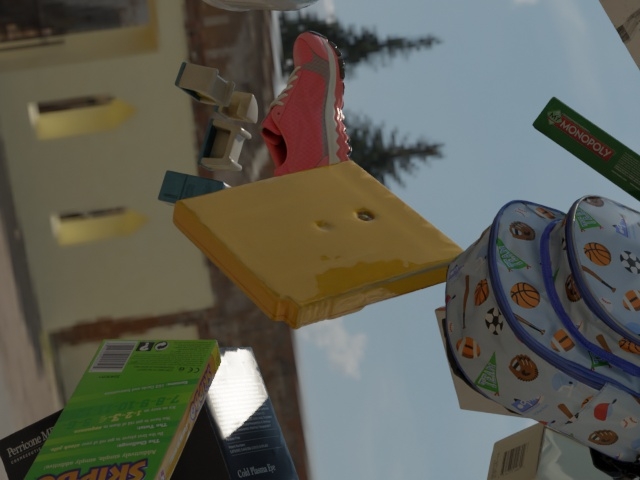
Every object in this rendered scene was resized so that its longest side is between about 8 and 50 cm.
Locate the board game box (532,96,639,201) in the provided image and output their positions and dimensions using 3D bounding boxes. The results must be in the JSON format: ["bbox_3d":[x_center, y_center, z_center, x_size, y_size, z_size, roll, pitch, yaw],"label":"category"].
[{"bbox_3d":[0.410,-0.049,1.544,0.317,0.046,0.213,39,11,20],"label":"board game box"}]

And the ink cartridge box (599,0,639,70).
[{"bbox_3d":[0.526,-0.378,1.917,0.307,0.129,0.223,59,-21,-2],"label":"ink cartridge box"}]

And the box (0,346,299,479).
[{"bbox_3d":[-0.216,0.349,1.757,0.179,0.343,0.313,6,61,-64],"label":"box"}]

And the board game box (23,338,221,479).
[{"bbox_3d":[-0.185,0.180,1.197,0.259,0.124,0.039,-66,151,-56],"label":"board game box"}]

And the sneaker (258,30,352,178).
[{"bbox_3d":[-0.033,-0.209,2.093,0.116,0.136,0.314,120,-32,-57],"label":"sneaker"}]

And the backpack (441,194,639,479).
[{"bbox_3d":[0.264,0.081,1.354,0.277,0.263,0.213,-93,-155,-47],"label":"backpack"}]

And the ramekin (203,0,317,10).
[{"bbox_3d":[-0.055,-0.411,1.630,0.127,0.273,0.273,20,-52,33],"label":"ramekin"}]

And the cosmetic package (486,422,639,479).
[{"bbox_3d":[0.448,0.427,2.190,0.160,0.309,0.113,-38,-149,54],"label":"cosmetic package"}]

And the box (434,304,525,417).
[{"bbox_3d":[0.362,0.149,1.916,0.345,0.215,0.168,-5,-78,62],"label":"box"}]

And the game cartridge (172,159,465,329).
[{"bbox_3d":[0.000,0.000,1.839,0.285,0.323,0.053,42,-45,38],"label":"game cartridge"}]

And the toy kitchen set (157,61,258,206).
[{"bbox_3d":[-0.211,-0.165,2.121,0.166,0.122,0.207,31,73,-61],"label":"toy kitchen set"}]
